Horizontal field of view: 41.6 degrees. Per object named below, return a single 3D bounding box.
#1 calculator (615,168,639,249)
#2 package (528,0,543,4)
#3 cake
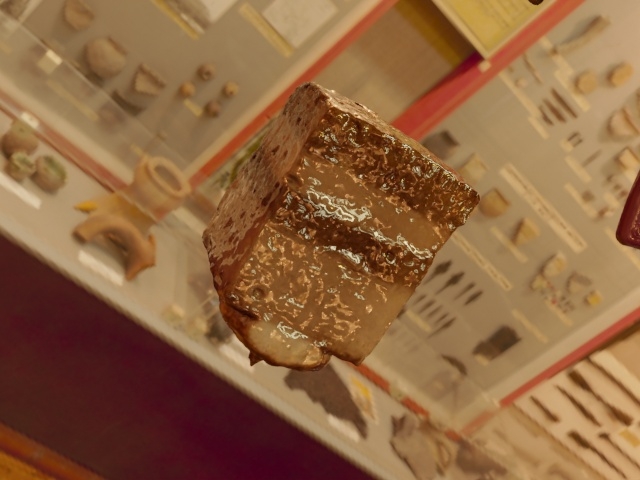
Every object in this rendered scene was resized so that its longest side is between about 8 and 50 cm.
[{"bbox_3d":[0.380,-0.030,0.788,0.191,0.126,0.034,13,21,-13],"label":"calculator"},{"bbox_3d":[0.225,-0.338,0.796,0.154,0.030,0.239,70,-19,5],"label":"package"},{"bbox_3d":[0.000,0.000,0.898,0.196,0.293,0.198,28,10,-21],"label":"cake"}]
